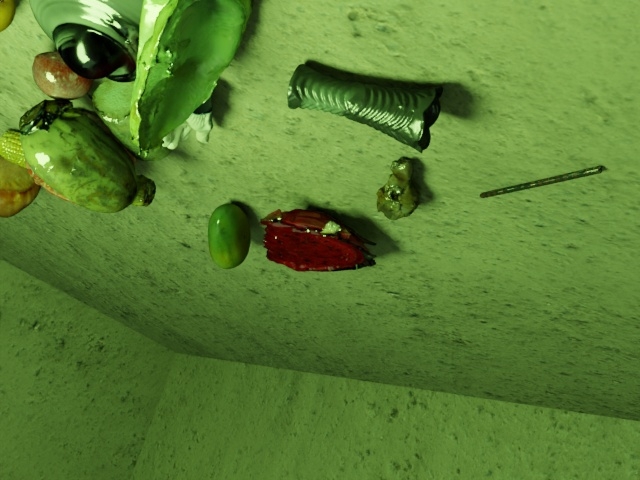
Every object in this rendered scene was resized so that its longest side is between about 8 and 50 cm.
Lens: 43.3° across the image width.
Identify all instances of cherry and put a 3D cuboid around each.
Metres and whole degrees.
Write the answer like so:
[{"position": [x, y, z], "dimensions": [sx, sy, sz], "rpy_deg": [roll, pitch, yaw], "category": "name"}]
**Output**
[{"position": [-0.464, -0.301, 1.565], "dimensions": [0.107, 0.090, 0.225], "rpy_deg": [-14, 158, 29], "category": "cherry"}]

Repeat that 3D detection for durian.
[{"position": [-0.201, -0.271, 1.206], "dimensions": [0.163, 0.198, 0.394], "rpy_deg": [13, 137, -19], "category": "durian"}]

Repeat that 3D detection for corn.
[{"position": [-0.667, -0.197, 1.983], "dimensions": [0.248, 0.081, 0.081], "rpy_deg": [22, 159, -11], "category": "corn"}]

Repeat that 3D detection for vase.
[{"position": [0.068, -0.223, 1.306], "dimensions": [0.237, 0.115, 0.115], "rpy_deg": [18, 160, 14], "category": "vase"}]

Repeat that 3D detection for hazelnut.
[{"position": [-0.812, -0.151, 2.107], "dimensions": [0.182, 0.182, 0.182], "rpy_deg": [15, 159, 6], "category": "hazelnut"}]

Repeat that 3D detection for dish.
[{"position": [-0.366, -0.330, 1.334], "dimensions": [0.273, 0.134, 0.273], "rpy_deg": [15, 160, 5], "category": "dish"}]

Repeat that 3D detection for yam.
[{"position": [-0.367, -0.236, 1.612], "dimensions": [0.107, 0.107, 0.194], "rpy_deg": [12, 160, 15], "category": "yam"}]

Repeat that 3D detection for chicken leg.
[{"position": [0.159, -0.104, 1.590], "dimensions": [0.085, 0.069, 0.198], "rpy_deg": [37, 157, 17], "category": "chicken leg"}]

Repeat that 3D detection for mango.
[{"position": [-0.590, -0.402, 1.401], "dimensions": [0.102, 0.085, 0.184], "rpy_deg": [31, 161, -31], "category": "mango"}, {"position": [-0.225, -0.018, 2.006], "dimensions": [0.091, 0.137, 0.237], "rpy_deg": [15, 146, 6], "category": "mango"}]

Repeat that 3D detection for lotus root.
[{"position": [-0.463, -0.150, 1.603], "dimensions": [0.173, 0.173, 0.309], "rpy_deg": [-3, 146, 43], "category": "lotus root"}]

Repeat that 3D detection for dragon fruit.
[{"position": [0.000, 0.000, 1.915], "dimensions": [0.282, 0.100, 0.343], "rpy_deg": [16, 162, 0], "category": "dragon fruit"}]

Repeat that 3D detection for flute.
[{"position": [0.392, -0.103, 1.459], "dimensions": [0.014, 0.014, 0.269], "rpy_deg": [30, 157, -30], "category": "flute"}]

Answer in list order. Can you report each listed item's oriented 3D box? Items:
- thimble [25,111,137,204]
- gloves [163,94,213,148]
[{"position": [-0.531, -0.177, 1.808], "dimensions": [0.239, 0.162, 0.239], "rpy_deg": [16, 160, 6], "category": "thimble"}, {"position": [-0.252, -0.237, 1.529], "dimensions": [0.119, 0.097, 0.229], "rpy_deg": [27, 153, -12], "category": "gloves"}]
